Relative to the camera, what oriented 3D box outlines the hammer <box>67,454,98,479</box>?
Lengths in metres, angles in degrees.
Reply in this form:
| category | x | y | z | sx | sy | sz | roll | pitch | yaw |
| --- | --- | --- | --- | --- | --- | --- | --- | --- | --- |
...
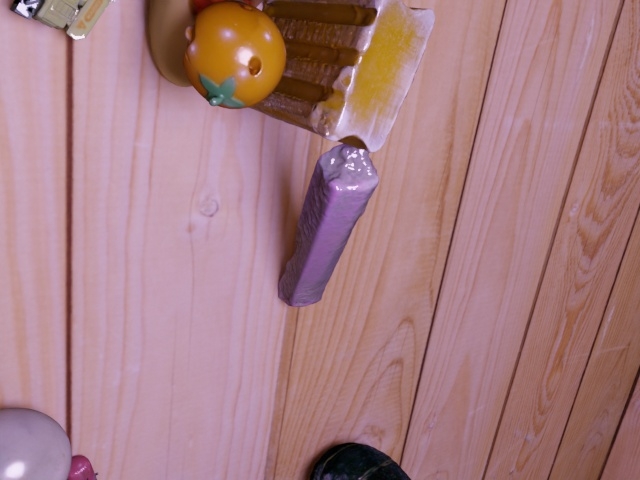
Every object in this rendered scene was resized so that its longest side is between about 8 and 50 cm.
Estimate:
| category | x | y | z | sx | sy | sz | roll | pitch | yaw |
| --- | --- | --- | --- | --- | --- | --- | --- | --- | --- |
| hammer | -0.354 | 0.358 | 0.922 | 0.043 | 0.043 | 0.083 | -24 | 123 | -27 |

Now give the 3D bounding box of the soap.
| category | x | y | z | sx | sy | sz | roll | pitch | yaw |
| --- | --- | --- | --- | --- | --- | --- | --- | --- | --- |
| soap | -0.001 | -0.219 | 0.750 | 0.089 | 0.274 | 0.173 | 18 | 100 | -35 |

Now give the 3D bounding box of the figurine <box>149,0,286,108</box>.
| category | x | y | z | sx | sy | sz | roll | pitch | yaw |
| --- | --- | --- | --- | --- | --- | --- | --- | --- | --- |
| figurine | -0.095 | -0.247 | 0.655 | 0.124 | 0.324 | 0.222 | -5 | 75 | -34 |

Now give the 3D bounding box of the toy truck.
| category | x | y | z | sx | sy | sz | roll | pitch | yaw |
| --- | --- | --- | --- | --- | --- | --- | --- | --- | --- |
| toy truck | -0.256 | -0.299 | 0.654 | 0.100 | 0.077 | 0.168 | 29 | 91 | -39 |

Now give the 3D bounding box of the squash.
| category | x | y | z | sx | sy | sz | roll | pitch | yaw |
| --- | --- | --- | --- | --- | --- | --- | --- | --- | --- |
| squash | 0.085 | 0.513 | 1.188 | 0.165 | 0.252 | 0.252 | -30 | 127 | -34 |

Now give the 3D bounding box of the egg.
| category | x | y | z | sx | sy | sz | roll | pitch | yaw |
| --- | --- | --- | --- | --- | --- | --- | --- | --- | --- |
| egg | -0.418 | 0.298 | 0.772 | 0.209 | 0.151 | 0.151 | -27 | 126 | -15 |

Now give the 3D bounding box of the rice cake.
| category | x | y | z | sx | sy | sz | roll | pitch | yaw |
| --- | --- | --- | --- | --- | --- | --- | --- | --- | --- |
| rice cake | 0.000 | 0.001 | 0.877 | 0.070 | 0.064 | 0.399 | -15 | 155 | -20 |
